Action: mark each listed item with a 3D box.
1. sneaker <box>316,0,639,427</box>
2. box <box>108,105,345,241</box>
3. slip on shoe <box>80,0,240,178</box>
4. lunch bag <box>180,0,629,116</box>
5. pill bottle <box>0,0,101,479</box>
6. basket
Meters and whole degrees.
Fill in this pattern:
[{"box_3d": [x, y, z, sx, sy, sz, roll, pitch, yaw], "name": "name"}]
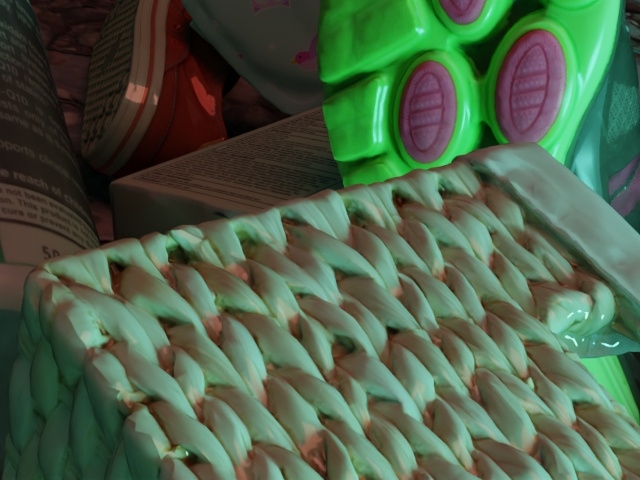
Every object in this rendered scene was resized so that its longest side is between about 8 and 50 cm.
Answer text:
[{"box_3d": [0.121, -0.032, 0.949, 0.185, 0.483, 0.202, 0, 10, 24], "name": "sneaker"}, {"box_3d": [0.000, 0.000, 1.036, 0.148, 0.127, 0.232, 13, 25, 40], "name": "box"}, {"box_3d": [-0.114, -0.149, 1.251, 0.101, 0.123, 0.331, 27, 33, -20], "name": "slip on shoe"}, {"box_3d": [0.058, -0.180, 1.190, 0.262, 0.223, 0.160, 33, 26, -31], "name": "lunch bag"}, {"box_3d": [-0.244, -0.050, 0.907, 0.204, 0.204, 0.361, -2, 53, -26], "name": "pill bottle"}, {"box_3d": [0.041, 0.186, 0.663, 0.266, 0.331, 0.328, -11, 44, -32], "name": "basket"}]
